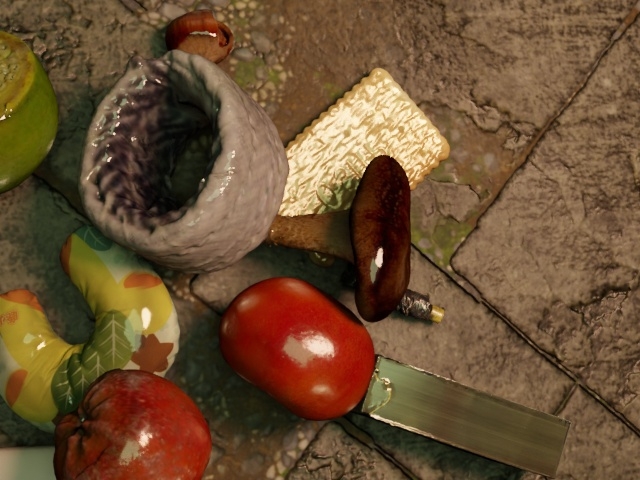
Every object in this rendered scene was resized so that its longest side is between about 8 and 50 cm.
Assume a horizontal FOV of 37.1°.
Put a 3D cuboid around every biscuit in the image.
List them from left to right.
[{"bbox_3d":[0.040,-0.097,1.256,0.249,0.030,0.160,-43,95,-13],"label":"biscuit"}]

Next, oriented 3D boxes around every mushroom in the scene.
[{"bbox_3d":[0.000,0.000,1.152,0.217,0.148,0.227,0,39,7],"label":"mushroom"}]

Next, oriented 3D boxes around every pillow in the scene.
[{"bbox_3d":[-0.282,0.115,1.131,0.233,0.086,0.214,-39,81,2],"label":"pillow"}]

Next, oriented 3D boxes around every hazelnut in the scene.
[{"bbox_3d":[-0.154,-0.257,1.215,0.086,0.086,0.087,1,83,-12],"label":"hazelnut"}]

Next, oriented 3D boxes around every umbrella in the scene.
[{"bbox_3d":[0.095,0.072,1.245,0.143,0.037,0.040,25,66,-5],"label":"umbrella"}]

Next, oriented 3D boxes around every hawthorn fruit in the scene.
[{"bbox_3d":[-0.198,0.229,1.029,0.172,0.173,0.173,1,83,-12],"label":"hawthorn fruit"}]

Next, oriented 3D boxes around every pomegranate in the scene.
[{"bbox_3d":[-0.414,-0.151,1.115,0.190,0.159,0.241,-38,64,-21],"label":"pomegranate"}]

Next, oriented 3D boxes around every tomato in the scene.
[{"bbox_3d":[-0.024,0.125,1.139,0.195,0.195,0.136,36,91,-6],"label":"tomato"}]

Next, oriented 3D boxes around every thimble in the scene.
[{"bbox_3d":[-0.157,-0.087,1.115,0.217,0.157,0.246,-14,69,18],"label":"thimble"}]

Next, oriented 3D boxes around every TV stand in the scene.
[{"bbox_3d":[0.173,0.223,1.218,0.269,0.088,0.083,21,81,-9],"label":"TV stand"}]

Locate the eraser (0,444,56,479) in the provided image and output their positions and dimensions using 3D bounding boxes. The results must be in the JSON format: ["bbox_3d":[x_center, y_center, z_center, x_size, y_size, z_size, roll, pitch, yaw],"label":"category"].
[{"bbox_3d":[-0.302,0.325,1.106,0.270,0.095,0.174,0,78,-13],"label":"eraser"}]
